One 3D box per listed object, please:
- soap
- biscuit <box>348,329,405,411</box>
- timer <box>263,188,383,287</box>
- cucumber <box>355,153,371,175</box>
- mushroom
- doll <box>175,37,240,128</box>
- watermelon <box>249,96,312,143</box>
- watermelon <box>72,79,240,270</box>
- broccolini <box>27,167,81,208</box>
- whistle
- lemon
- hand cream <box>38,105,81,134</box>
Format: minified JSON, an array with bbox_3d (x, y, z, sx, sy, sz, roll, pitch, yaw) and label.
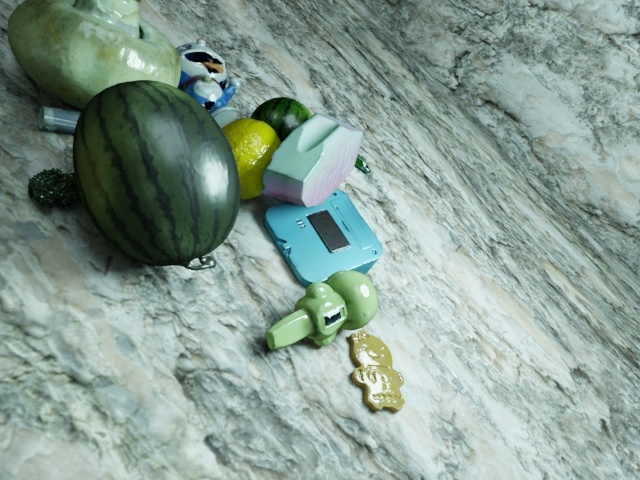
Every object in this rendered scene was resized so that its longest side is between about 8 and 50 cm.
[{"bbox_3d":[-0.013,-0.187,1.204,0.109,0.193,0.324,25,43,16],"label":"soap"},{"bbox_3d":[0.124,0.280,1.080,0.133,0.027,0.184,21,41,-20],"label":"biscuit"},{"bbox_3d":[0.000,0.000,1.244,0.249,0.091,0.232,-17,64,-34],"label":"timer"},{"bbox_3d":[0.109,-0.265,1.608,0.155,0.037,0.037,40,38,0],"label":"cucumber"},{"bbox_3d":[-0.476,-0.419,1.088,0.351,0.261,0.352,20,22,-8],"label":"mushroom"},{"bbox_3d":[-0.314,-0.399,1.299,0.215,0.161,0.257,-12,61,-28],"label":"doll"},{"bbox_3d":[-0.105,-0.274,1.324,0.187,0.188,0.215,27,58,-15],"label":"watermelon"},{"bbox_3d":[-0.289,-0.107,0.916,0.278,0.278,0.360,-22,97,-49],"label":"watermelon"},{"bbox_3d":[-0.414,-0.162,1.041,0.079,0.074,0.392,48,39,-1],"label":"broccolini"},{"bbox_3d":[0.002,0.146,1.061,0.293,0.141,0.141,-15,61,-27],"label":"whistle"},{"bbox_3d":[-0.178,-0.191,1.179,0.180,0.181,0.193,48,51,11],"label":"lemon"},{"bbox_3d":[-0.472,-0.246,1.101,0.255,0.048,0.079,0,44,-40],"label":"hand cream"}]
